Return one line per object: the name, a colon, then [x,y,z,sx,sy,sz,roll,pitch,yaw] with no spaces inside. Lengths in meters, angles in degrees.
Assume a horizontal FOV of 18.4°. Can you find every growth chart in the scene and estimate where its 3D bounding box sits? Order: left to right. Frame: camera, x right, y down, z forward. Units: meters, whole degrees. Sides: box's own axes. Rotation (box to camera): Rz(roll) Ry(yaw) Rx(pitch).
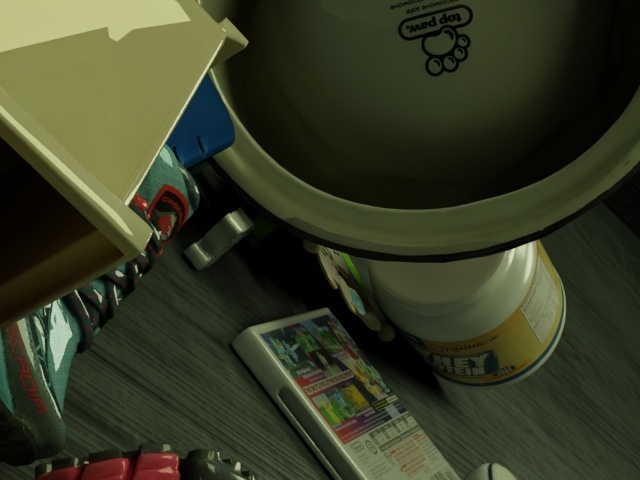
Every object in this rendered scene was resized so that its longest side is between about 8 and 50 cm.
growth chart: [0.000,0.000,1.633,0.172,0.021,0.237,60,4,30]

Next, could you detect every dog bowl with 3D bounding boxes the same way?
dog bowl: [0.089,-0.172,1.472,0.408,0.408,0.150,54,1,15]

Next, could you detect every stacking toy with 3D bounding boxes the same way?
stacking toy: [-0.101,-0.066,1.493,0.167,0.052,0.221,51,12,4]

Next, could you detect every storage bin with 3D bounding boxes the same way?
storage bin: [-0.212,-0.079,0.721,0.262,0.260,0.123,45,44,-20]

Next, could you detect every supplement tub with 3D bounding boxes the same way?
supplement tub: [0.123,0.033,1.687,0.144,0.144,0.200,57,3,29]

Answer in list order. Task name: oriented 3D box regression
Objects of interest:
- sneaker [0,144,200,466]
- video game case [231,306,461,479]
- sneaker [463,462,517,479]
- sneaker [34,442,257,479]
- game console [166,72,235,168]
sneaker: [-0.121,-0.013,0.970,0.104,0.125,0.262,98,-11,-56]
video game case: [0.026,0.132,1.431,0.183,0.023,0.201,52,14,8]
sneaker: [0.202,0.263,1.491,0.258,0.091,0.094,57,15,28]
sneaker: [-0.037,0.189,0.909,0.299,0.120,0.112,35,49,-51]
game console: [-0.199,-0.138,1.265,0.293,0.250,0.173,-41,134,-77]
